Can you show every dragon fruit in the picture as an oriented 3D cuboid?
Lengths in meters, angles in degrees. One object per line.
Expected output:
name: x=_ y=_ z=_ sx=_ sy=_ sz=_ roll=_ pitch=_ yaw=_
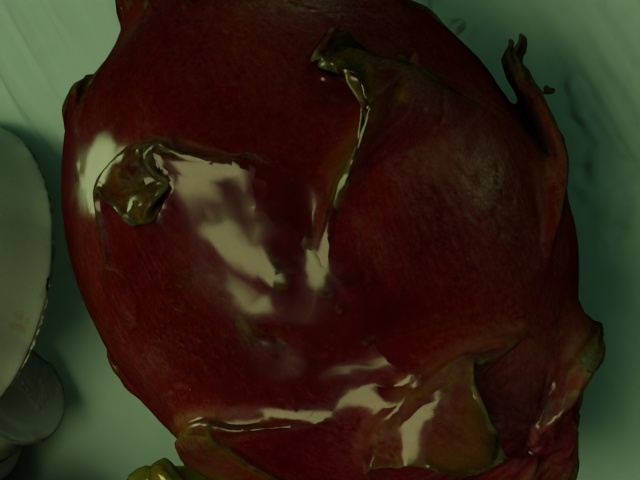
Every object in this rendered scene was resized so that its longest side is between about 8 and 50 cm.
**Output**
dragon fruit: x=-0.001 y=-0.004 z=0.916 sx=0.250 sy=0.250 sz=0.315 roll=-9 pitch=91 yaw=35

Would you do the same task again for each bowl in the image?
bowl: x=-0.240 y=0.016 z=1.114 sx=0.189 sy=0.086 sz=0.189 roll=-14 pitch=69 yaw=43

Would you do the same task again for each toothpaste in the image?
toothpaste: x=-0.265 y=0.150 z=1.232 sx=0.114 sy=0.073 sz=0.299 roll=50 pitch=131 yaw=-5

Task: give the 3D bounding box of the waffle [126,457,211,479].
waffle: x=-0.003 y=0.217 z=0.964 sx=0.310 sy=0.283 sz=0.065 roll=8 pitch=146 yaw=14
